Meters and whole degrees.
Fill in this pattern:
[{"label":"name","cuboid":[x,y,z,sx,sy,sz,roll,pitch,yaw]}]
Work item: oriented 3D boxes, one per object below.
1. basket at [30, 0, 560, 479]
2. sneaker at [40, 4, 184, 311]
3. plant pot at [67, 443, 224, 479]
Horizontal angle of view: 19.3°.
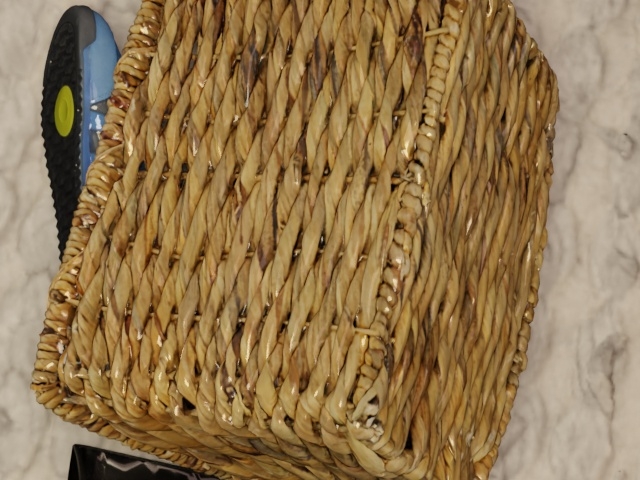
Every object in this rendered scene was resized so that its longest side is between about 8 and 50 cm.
[{"label":"basket","cuboid":[0.000,0.000,1.122,0.223,0.213,0.299,3,69,27]},{"label":"sneaker","cuboid":[-0.120,-0.041,1.155,0.082,0.069,0.209,-4,79,-28]},{"label":"plant pot","cuboid":[-0.067,0.226,1.061,0.187,0.188,0.167,15,90,-9]}]
